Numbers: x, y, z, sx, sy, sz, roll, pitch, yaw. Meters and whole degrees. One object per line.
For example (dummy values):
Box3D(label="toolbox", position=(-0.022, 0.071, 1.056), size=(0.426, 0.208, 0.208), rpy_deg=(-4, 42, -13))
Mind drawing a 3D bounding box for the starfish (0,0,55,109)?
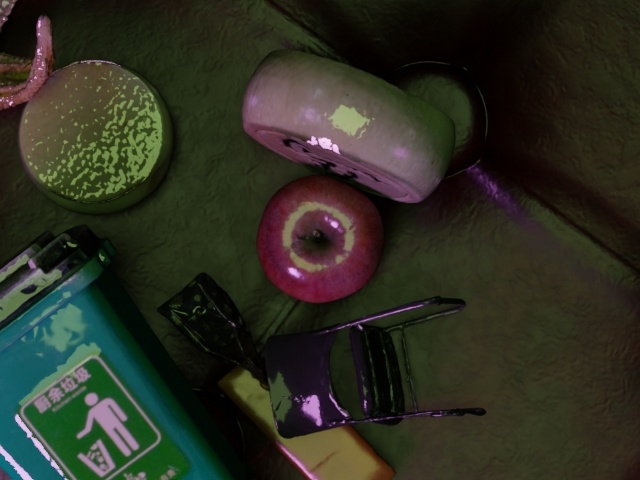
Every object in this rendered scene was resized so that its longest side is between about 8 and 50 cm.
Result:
Box3D(label="starfish", position=(-0.476, -0.254, 1.831), size=(0.398, 0.132, 0.384), rpy_deg=(0, 78, 19))

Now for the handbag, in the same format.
Box3D(label="handbag", position=(-0.111, 0.112, 1.794), size=(0.072, 0.115, 0.139), rpy_deg=(-45, 71, -3))

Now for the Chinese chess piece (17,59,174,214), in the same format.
Box3D(label="Chinese chess piece", position=(-0.271, -0.124, 1.843), size=(0.188, 0.083, 0.189), rpy_deg=(0, 84, 2))

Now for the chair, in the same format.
Box3D(label="chair", position=(0.062, 0.156, 1.787), size=(0.221, 0.145, 0.140), rpy_deg=(-13, 79, 19))

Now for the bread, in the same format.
Box3D(label="bread", position=(-0.016, 0.225, 1.831), size=(0.088, 0.049, 0.226), rpy_deg=(-43, 86, -1))

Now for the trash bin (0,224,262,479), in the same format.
Box3D(label="trash bin", position=(-0.265, 0.191, 1.744), size=(0.259, 0.295, 0.381), rpy_deg=(-36, 98, 0))

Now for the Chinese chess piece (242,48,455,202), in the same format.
Box3D(label="Chinese chess piece", position=(0.031, -0.130, 1.747), size=(0.250, 0.250, 0.101), rpy_deg=(22, 86, 3))

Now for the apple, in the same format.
Box3D(label="apple", position=(0.000, 0.000, 1.808), size=(0.153, 0.120, 0.154), rpy_deg=(0, 87, -4))
